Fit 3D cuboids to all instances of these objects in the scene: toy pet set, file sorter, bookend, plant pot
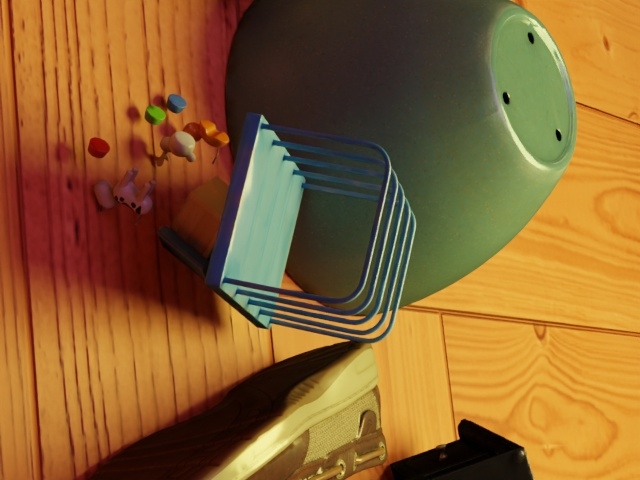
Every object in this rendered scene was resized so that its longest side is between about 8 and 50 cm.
[{"bbox_3d":[-0.105,-0.031,1.157,0.114,0.065,0.122,39,33,9],"label":"toy pet set"},{"bbox_3d":[0.000,0.000,1.125,0.170,0.104,0.118,54,48,-75],"label":"file sorter"},{"bbox_3d":[0.077,0.208,1.277,0.157,0.156,0.072,-170,-118,-80],"label":"bookend"},{"bbox_3d":[0.090,-0.099,1.314,0.290,0.195,0.290,24,59,-48],"label":"plant pot"}]

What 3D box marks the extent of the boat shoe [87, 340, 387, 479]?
[{"bbox_3d":[-0.044,0.172,1.102,0.342,0.123,0.123,-30,104,-62],"label":"boat shoe"}]
